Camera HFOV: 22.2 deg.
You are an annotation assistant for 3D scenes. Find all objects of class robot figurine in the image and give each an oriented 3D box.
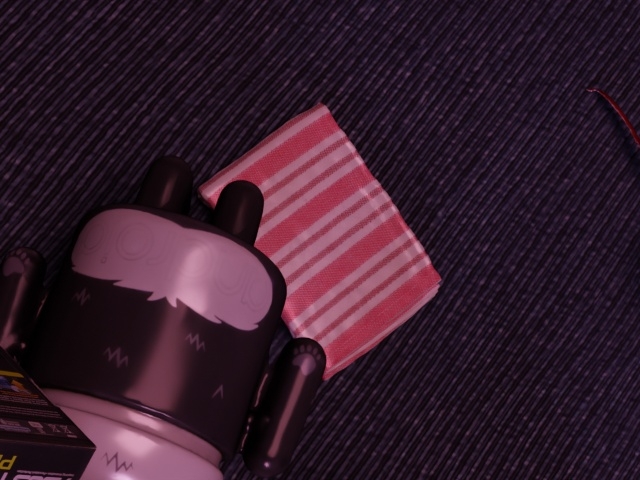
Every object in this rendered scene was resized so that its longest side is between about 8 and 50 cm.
[{"bbox_3d":[-0.127,0.082,1.216,0.173,0.209,0.278,40,62,-48],"label":"robot figurine"}]

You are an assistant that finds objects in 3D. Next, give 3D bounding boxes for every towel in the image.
[{"bbox_3d":[0.000,0.000,1.372,0.144,0.029,0.197,-36,96,-26],"label":"towel"}]

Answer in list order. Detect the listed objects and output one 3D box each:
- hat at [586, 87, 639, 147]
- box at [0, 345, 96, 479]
[{"bbox_3d":[0.361,-0.028,1.558,0.173,0.183,0.208,-13,129,-21],"label":"hat"},{"bbox_3d":[-0.307,0.088,1.048,0.270,0.216,0.060,15,107,-51],"label":"box"}]
